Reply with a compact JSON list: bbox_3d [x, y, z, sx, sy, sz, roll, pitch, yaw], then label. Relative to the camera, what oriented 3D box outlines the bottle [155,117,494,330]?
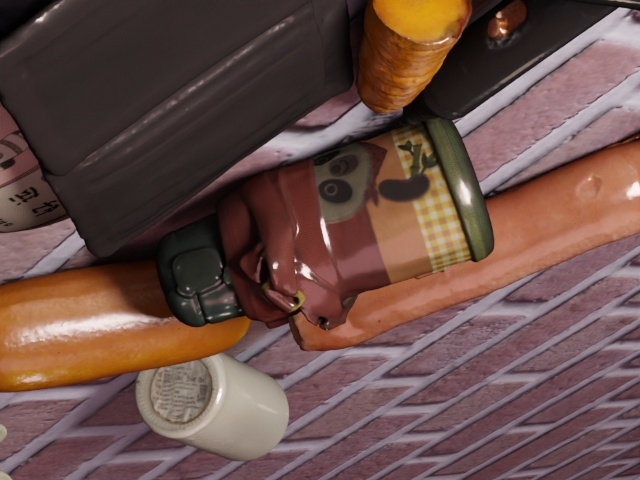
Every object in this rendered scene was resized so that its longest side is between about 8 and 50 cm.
[{"bbox_3d":[0.000,0.000,1.381,0.271,0.143,0.156,-20,177,2],"label":"bottle"}]

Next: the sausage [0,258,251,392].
[{"bbox_3d":[-0.188,0.070,1.462,0.274,0.105,0.105,-9,157,-25],"label":"sausage"}]

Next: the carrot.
[{"bbox_3d":[0.055,-0.135,1.222,0.072,0.072,0.205,-15,167,-11],"label":"carrot"}]

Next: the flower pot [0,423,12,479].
[{"bbox_3d":[-0.406,0.134,1.220,0.367,0.254,0.164,6,148,-45],"label":"flower pot"}]

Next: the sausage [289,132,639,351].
[{"bbox_3d":[0.160,0.003,1.608,0.419,0.094,0.094,-22,144,9],"label":"sausage"}]

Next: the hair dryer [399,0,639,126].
[{"bbox_3d":[0.142,-0.156,1.200,0.189,0.107,0.352,0,158,-36],"label":"hair dryer"}]

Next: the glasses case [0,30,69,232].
[{"bbox_3d":[-0.228,-0.074,1.097,0.122,0.075,0.314,-22,159,10],"label":"glasses case"}]

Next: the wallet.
[{"bbox_3d":[-0.079,-0.113,1.093,0.247,0.041,0.323,-38,162,-9],"label":"wallet"}]

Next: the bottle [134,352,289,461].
[{"bbox_3d":[-0.103,0.177,1.796,0.104,0.104,0.245,-24,159,12],"label":"bottle"}]
